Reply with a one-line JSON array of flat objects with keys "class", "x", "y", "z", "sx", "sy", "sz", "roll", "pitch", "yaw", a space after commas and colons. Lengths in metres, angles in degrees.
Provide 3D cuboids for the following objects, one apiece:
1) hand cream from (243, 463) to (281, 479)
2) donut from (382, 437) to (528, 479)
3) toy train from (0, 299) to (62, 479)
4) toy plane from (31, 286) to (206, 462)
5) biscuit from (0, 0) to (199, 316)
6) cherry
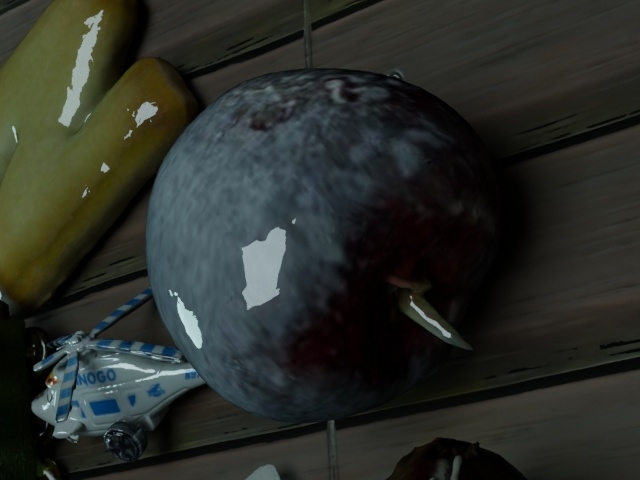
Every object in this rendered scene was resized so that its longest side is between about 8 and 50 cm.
[{"class": "hand cream", "x": -0.044, "y": 0.328, "z": 1.044, "sx": 0.139, "sy": 0.089, "sz": 0.314, "roll": -40, "pitch": 52, "yaw": 26}, {"class": "donut", "x": 0.115, "y": 0.267, "z": 0.801, "sx": 0.136, "sy": 0.259, "sz": 0.345, "roll": -40, "pitch": 57, "yaw": 13}, {"class": "toy train", "x": -0.310, "y": 0.170, "z": 1.303, "sx": 0.137, "sy": 0.090, "sz": 0.226, "roll": -14, "pitch": 78, "yaw": 39}, {"class": "toy plane", "x": -0.128, "y": 0.112, "z": 1.193, "sx": 0.273, "sy": 0.107, "sz": 0.182, "roll": -16, "pitch": 24, "yaw": 11}, {"class": "biscuit", "x": -0.248, "y": -0.097, "z": 1.347, "sx": 0.290, "sy": 0.062, "sz": 0.237, "roll": -45, "pitch": 54, "yaw": 23}, {"class": "cherry", "x": 0.000, "y": 0.000, "z": 0.999, "sx": 0.296, "sy": 0.218, "sz": 0.255, "roll": 31, "pitch": 89, "yaw": 49}]
